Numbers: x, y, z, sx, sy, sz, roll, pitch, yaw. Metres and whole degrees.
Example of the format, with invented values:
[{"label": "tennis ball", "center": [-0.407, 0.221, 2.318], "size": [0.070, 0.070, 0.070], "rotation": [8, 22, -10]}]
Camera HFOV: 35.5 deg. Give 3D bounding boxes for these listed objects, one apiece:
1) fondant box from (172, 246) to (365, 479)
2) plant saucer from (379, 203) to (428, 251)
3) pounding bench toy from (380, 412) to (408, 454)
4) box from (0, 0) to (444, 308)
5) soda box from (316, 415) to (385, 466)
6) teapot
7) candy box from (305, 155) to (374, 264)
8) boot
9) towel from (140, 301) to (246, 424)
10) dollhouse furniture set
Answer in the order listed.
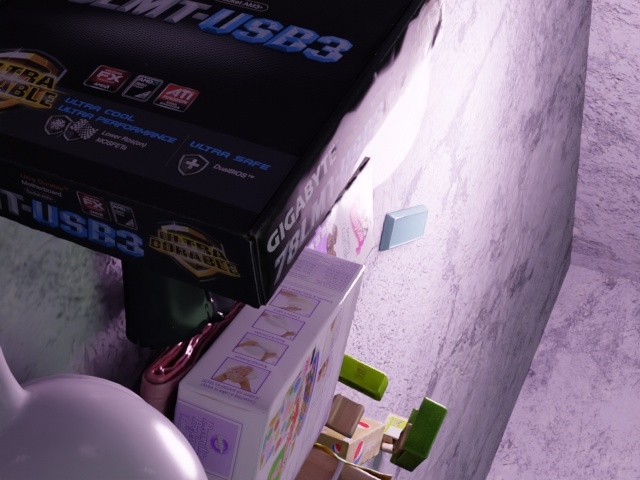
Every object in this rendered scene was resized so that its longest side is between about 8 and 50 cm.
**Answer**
[{"label": "fondant box", "center": [-0.060, 0.180, 1.094], "size": [0.330, 0.096, 0.238], "rotation": [-53, 159, -61]}, {"label": "plant saucer", "center": [0.148, -0.022, 1.737], "size": [0.192, 0.018, 0.067], "rotation": [-14, 117, -64]}, {"label": "pounding bench toy", "center": [0.142, 0.395, 1.956], "size": [0.083, 0.052, 0.065], "rotation": [-53, 150, -42]}, {"label": "box", "center": [-0.100, -0.117, 0.700], "size": [0.293, 0.295, 0.073], "rotation": [-57, 154, -35]}, {"label": "soda box", "center": [0.050, 0.344, 1.693], "size": [0.181, 0.058, 0.061], "rotation": [-1, 105, -67]}, {"label": "teapot", "center": [-0.203, 0.202, 0.813], "size": [0.187, 0.252, 0.256], "rotation": [-103, -148, -50]}, {"label": "candy box", "center": [0.000, 0.000, 1.320], "size": [0.196, 0.070, 0.165], "rotation": [-54, 151, -39]}, {"label": "boot", "center": [-0.115, -0.031, 0.984], "size": [0.246, 0.094, 0.207], "rotation": [-43, 140, -41]}, {"label": "towel", "center": [-0.150, 0.234, 1.076], "size": [0.237, 0.037, 0.329], "rotation": [-50, 155, -63]}, {"label": "dollhouse furniture set", "center": [0.041, 0.355, 1.538], "size": [0.302, 0.197, 0.151], "rotation": [-62, 175, -18]}]
